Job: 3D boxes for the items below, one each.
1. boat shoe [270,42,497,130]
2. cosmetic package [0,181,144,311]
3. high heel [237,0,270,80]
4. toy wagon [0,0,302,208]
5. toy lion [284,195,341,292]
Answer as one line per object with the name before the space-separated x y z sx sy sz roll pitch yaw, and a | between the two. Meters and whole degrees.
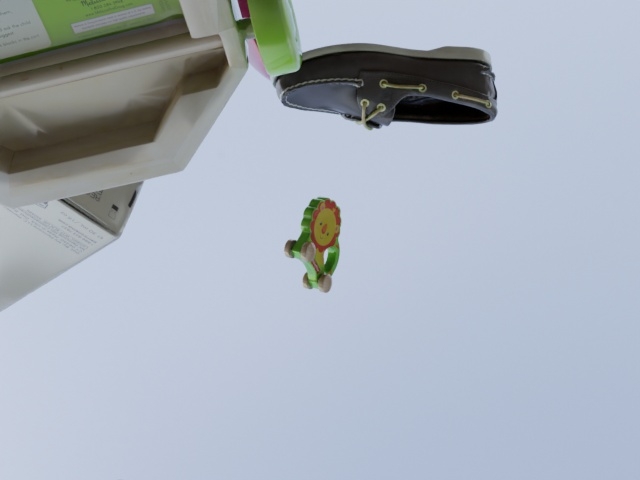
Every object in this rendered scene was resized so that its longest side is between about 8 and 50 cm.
boat shoe | 0.066 -0.145 0.929 0.228 0.081 0.068 -4 -109 -13
cosmetic package | -0.300 -0.037 0.948 0.309 0.113 0.160 -26 -142 39
high heel | -0.147 -0.304 1.253 0.182 0.127 0.377 -10 -143 -9
toy wagon | -0.166 -0.167 0.462 0.267 0.344 0.068 -12 -141 5
toy lion | 0.000 0.000 1.166 0.034 0.100 0.096 11 -125 33
